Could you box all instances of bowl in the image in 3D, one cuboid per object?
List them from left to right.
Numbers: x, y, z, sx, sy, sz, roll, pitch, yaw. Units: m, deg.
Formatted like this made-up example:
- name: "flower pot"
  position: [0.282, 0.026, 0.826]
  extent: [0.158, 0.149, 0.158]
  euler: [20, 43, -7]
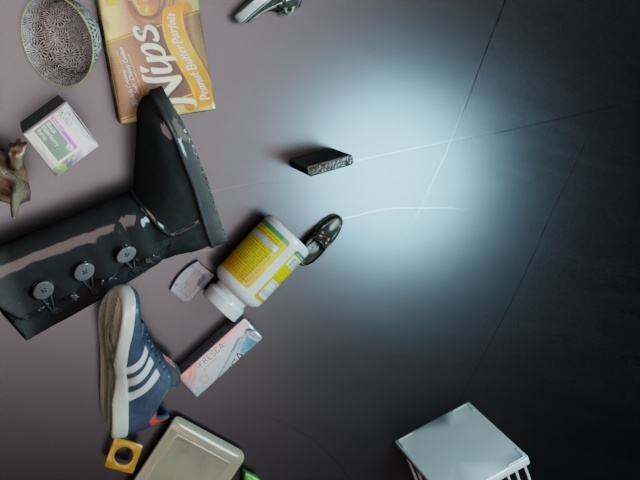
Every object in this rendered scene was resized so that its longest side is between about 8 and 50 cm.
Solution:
- name: "bowl"
  position: [-0.455, -0.371, 1.820]
  extent: [0.080, 0.170, 0.170]
  euler: [-37, 117, -53]

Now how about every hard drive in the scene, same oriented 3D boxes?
- name: "hard drive"
  position: [0.001, -0.156, 1.986]
  extent: [0.094, 0.135, 0.022]
  euler: [-17, 105, -13]

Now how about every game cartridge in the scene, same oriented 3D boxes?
- name: "game cartridge"
  position: [-0.263, 0.083, 2.021]
  extent: [0.083, 0.017, 0.056]
  euler: [-46, 113, -3]

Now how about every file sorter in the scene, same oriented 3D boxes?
- name: "file sorter"
  position: [0.320, 0.513, 2.151]
  extent: [0.192, 0.277, 0.173]
  euler: [-25, 112, -10]

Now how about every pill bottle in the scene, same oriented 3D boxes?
- name: "pill bottle"
  position: [-0.133, 0.059, 2.001]
  extent: [0.117, 0.117, 0.208]
  euler: [44, 87, -20]

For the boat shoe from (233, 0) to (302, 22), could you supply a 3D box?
- name: "boat shoe"
  position: [-0.065, -0.475, 1.930]
  extent: [0.219, 0.078, 0.070]
  euler: [-37, 108, -8]

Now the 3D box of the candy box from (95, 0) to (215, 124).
- name: "candy box"
  position: [-0.315, -0.388, 1.868]
  extent: [0.182, 0.087, 0.317]
  euler: [-11, 105, -14]

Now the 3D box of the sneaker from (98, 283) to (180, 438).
- name: "sneaker"
  position: [-0.346, 0.226, 1.946]
  extent: [0.148, 0.131, 0.350]
  euler: [-9, 128, -25]

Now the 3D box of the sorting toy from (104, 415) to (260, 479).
- name: "sorting toy"
  position: [-0.284, 0.484, 2.085]
  extent: [0.347, 0.047, 0.196]
  euler: [33, 86, -20]

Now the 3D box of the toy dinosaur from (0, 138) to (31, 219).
- name: "toy dinosaur"
  position: [-0.578, -0.120, 1.753]
  extent: [0.127, 0.295, 0.200]
  euler: [-41, 155, -24]

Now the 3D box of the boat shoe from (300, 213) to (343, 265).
- name: "boat shoe"
  position: [0.001, 0.001, 2.070]
  extent: [0.133, 0.042, 0.049]
  euler: [-46, 108, -5]

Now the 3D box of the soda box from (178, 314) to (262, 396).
- name: "soda box"
  position: [-0.210, 0.232, 2.046]
  extent: [0.183, 0.058, 0.063]
  euler: [-42, 109, -4]

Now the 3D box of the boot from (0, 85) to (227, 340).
- name: "boot"
  position: [-0.424, -0.044, 1.835]
  extent: [0.445, 0.146, 0.367]
  euler: [-23, 129, -9]

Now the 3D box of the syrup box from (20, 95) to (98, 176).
- name: "syrup box"
  position: [-0.470, -0.190, 1.784]
  extent: [0.096, 0.237, 0.093]
  euler: [-38, 110, -7]
